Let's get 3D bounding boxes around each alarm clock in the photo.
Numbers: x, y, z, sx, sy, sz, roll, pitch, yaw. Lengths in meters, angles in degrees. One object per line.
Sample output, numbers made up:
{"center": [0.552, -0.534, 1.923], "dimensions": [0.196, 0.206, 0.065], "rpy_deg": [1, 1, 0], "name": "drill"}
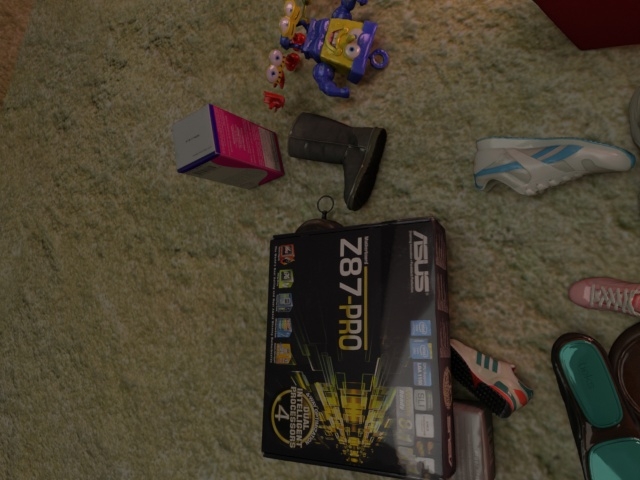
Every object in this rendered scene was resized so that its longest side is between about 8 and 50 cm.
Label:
{"center": [0.000, 0.000, 0.930], "dimensions": [0.129, 0.064, 0.192], "rpy_deg": [5, 86, 32], "name": "alarm clock"}

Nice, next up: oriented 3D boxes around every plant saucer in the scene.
{"center": [0.481, 0.189, 0.610], "dimensions": [0.168, 0.029, 0.168], "rpy_deg": [-9, 78, 49], "name": "plant saucer"}

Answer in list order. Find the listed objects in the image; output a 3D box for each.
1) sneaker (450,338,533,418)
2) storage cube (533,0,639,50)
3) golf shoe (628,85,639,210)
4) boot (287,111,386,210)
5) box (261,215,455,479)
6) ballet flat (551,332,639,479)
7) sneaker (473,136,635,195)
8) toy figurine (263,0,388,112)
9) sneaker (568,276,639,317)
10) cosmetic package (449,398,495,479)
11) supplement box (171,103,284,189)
{"center": [0.278, 0.220, 0.750], "dimensions": [0.161, 0.075, 0.057], "rpy_deg": [45, 143, 51], "name": "sneaker"}
{"center": [0.426, -0.386, 0.590], "dimensions": [0.215, 0.193, 0.183], "rpy_deg": [19, 96, 50], "name": "storage cube"}
{"center": [0.487, -0.092, 0.592], "dimensions": [0.115, 0.140, 0.306], "rpy_deg": [-15, 80, 28], "name": "golf shoe"}
{"center": [0.016, -0.168, 0.923], "dimensions": [0.209, 0.076, 0.189], "rpy_deg": [16, 81, 25], "name": "boot"}
{"center": [0.057, 0.173, 0.768], "dimensions": [0.318, 0.097, 0.394], "rpy_deg": [-5, 75, 27], "name": "box"}
{"center": [0.406, 0.270, 0.639], "dimensions": [0.095, 0.096, 0.280], "rpy_deg": [-14, 75, 17], "name": "ballet flat"}
{"center": [0.359, -0.115, 0.710], "dimensions": [0.229, 0.087, 0.092], "rpy_deg": [9, 98, 39], "name": "sneaker"}
{"center": [0.039, -0.415, 0.922], "dimensions": [0.217, 0.191, 0.362], "rpy_deg": [17, 88, 1], "name": "toy figurine"}
{"center": [0.434, 0.082, 0.651], "dimensions": [0.134, 0.070, 0.050], "rpy_deg": [5, 91, 33], "name": "sneaker"}
{"center": [0.169, 0.337, 0.774], "dimensions": [0.238, 0.107, 0.127], "rpy_deg": [-7, 79, 28], "name": "cosmetic package"}
{"center": [-0.193, -0.192, 0.967], "dimensions": [0.111, 0.220, 0.113], "rpy_deg": [-17, 76, 29], "name": "supplement box"}
